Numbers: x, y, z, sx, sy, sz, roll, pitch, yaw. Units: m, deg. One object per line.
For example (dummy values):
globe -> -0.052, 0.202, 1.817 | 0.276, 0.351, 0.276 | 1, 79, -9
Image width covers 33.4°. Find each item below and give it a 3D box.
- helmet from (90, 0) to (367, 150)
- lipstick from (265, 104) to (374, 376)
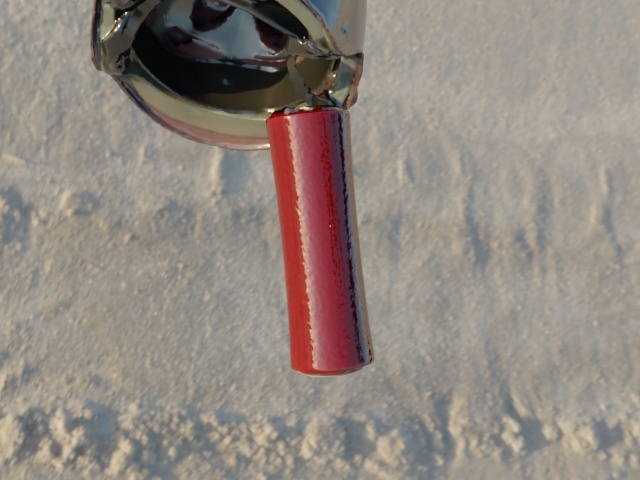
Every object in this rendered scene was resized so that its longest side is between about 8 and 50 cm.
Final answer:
helmet -> -0.081, -0.240, 1.052 | 0.271, 0.338, 0.197 | 11, 72, -1
lipstick -> 0.000, 0.000, 0.962 | 0.080, 0.080, 0.241 | -6, 92, -32
